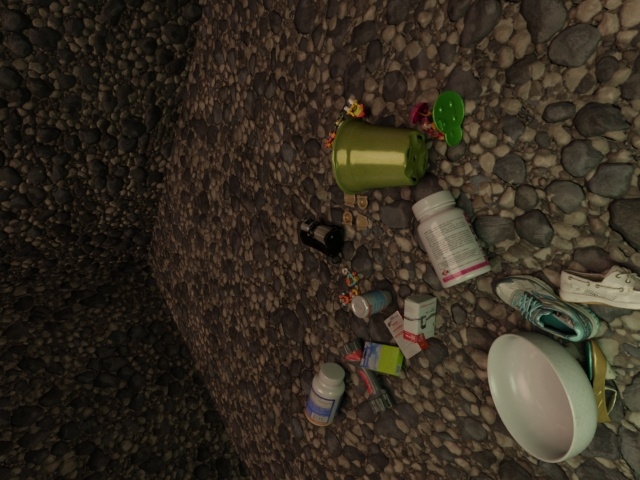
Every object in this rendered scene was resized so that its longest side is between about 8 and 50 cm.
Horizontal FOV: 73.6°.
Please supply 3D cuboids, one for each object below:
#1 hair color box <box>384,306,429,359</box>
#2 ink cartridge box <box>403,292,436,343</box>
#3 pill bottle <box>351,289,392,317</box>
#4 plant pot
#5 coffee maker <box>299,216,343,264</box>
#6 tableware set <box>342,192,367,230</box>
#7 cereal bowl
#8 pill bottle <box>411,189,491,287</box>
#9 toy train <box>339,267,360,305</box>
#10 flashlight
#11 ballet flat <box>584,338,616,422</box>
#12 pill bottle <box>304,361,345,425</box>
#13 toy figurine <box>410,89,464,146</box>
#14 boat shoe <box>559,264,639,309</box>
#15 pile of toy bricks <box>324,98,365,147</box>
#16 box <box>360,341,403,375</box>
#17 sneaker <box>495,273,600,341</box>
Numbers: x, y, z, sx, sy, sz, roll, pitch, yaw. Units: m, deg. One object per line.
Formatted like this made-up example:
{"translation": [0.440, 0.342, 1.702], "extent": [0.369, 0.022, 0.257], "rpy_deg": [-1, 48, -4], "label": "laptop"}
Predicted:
{"translation": [0.323, 0.350, 1.614], "extent": [0.167, 0.053, 0.093], "rpy_deg": [59, 136, 20], "label": "hair color box"}
{"translation": [0.353, 0.273, 1.519], "extent": [0.063, 0.109, 0.151], "rpy_deg": [15, 109, 48], "label": "ink cartridge box"}
{"translation": [0.201, 0.238, 1.647], "extent": [0.087, 0.160, 0.087], "rpy_deg": [13, 108, 47], "label": "pill bottle"}
{"translation": [0.219, -0.287, 1.470], "extent": [0.253, 0.276, 0.276], "rpy_deg": [9, 105, 36], "label": "plant pot"}
{"translation": [0.000, 0.000, 1.860], "extent": [0.178, 0.120, 0.171], "rpy_deg": [25, 117, 44], "label": "coffee maker"}
{"translation": [0.141, -0.124, 1.748], "extent": [0.141, 0.020, 0.169], "rpy_deg": [16, 109, 46], "label": "tableware set"}
{"translation": [0.619, 0.414, 1.177], "extent": [0.339, 0.141, 0.339], "rpy_deg": [174, 90, -78], "label": "cereal bowl"}
{"translation": [0.408, -0.005, 1.359], "extent": [0.160, 0.160, 0.283], "rpy_deg": [-35, 72, 47], "label": "pill bottle"}
{"translation": [0.114, 0.207, 1.828], "extent": [0.125, 0.046, 0.166], "rpy_deg": [11, 106, 47], "label": "toy train"}
{"translation": [0.184, 0.567, 1.785], "extent": [0.304, 0.103, 0.103], "rpy_deg": [65, 163, 15], "label": "flashlight"}
{"translation": [0.743, 0.374, 1.137], "extent": [0.073, 0.080, 0.232], "rpy_deg": [0, 102, 21], "label": "ballet flat"}
{"translation": [0.026, 0.695, 1.950], "extent": [0.152, 0.152, 0.272], "rpy_deg": [35, 122, 39], "label": "pill bottle"}
{"translation": [0.367, -0.391, 1.391], "extent": [0.159, 0.130, 0.173], "rpy_deg": [23, 140, 59], "label": "toy figurine"}
{"translation": [0.734, 0.110, 1.057], "extent": [0.277, 0.098, 0.096], "rpy_deg": [-3, 96, 50], "label": "boat shoe"}
{"translation": [0.113, -0.436, 1.672], "extent": [0.105, 0.118, 0.212], "rpy_deg": [36, 111, 5], "label": "pile of toy bricks"}
{"translation": [0.244, 0.468, 1.701], "extent": [0.178, 0.042, 0.109], "rpy_deg": [-5, 64, 50], "label": "box"}
{"translation": [0.613, 0.183, 1.192], "extent": [0.283, 0.122, 0.110], "rpy_deg": [29, 118, 42], "label": "sneaker"}
